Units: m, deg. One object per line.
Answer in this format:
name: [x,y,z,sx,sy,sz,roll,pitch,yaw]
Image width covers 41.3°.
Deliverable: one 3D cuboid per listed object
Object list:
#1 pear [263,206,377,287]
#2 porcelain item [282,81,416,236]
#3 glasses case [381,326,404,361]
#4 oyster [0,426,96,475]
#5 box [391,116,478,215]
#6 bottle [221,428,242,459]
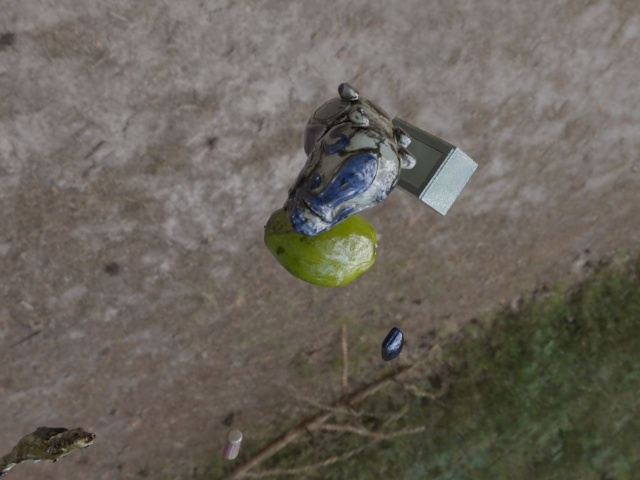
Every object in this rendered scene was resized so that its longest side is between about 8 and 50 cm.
pear: [0.000,0.000,1.974,0.269,0.212,0.212,10,134,-2]
porcelain item: [0.033,-0.111,1.238,0.138,0.288,0.186,38,107,-15]
glasses case: [0.097,0.141,1.127,0.033,0.023,0.083,-56,165,-16]
oyster: [-0.553,0.421,1.726,0.129,0.078,0.345,3,159,-43]
box: [0.207,-0.163,1.804,0.086,0.225,0.129,31,94,-38]
bottle: [-0.229,0.526,2.195,0.045,0.045,0.096,-21,148,-31]
